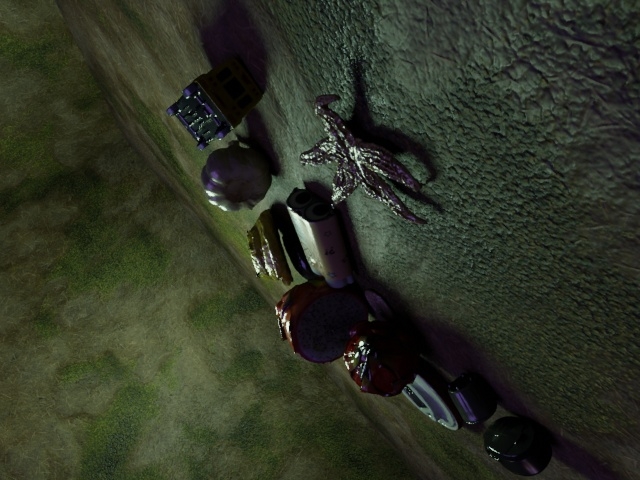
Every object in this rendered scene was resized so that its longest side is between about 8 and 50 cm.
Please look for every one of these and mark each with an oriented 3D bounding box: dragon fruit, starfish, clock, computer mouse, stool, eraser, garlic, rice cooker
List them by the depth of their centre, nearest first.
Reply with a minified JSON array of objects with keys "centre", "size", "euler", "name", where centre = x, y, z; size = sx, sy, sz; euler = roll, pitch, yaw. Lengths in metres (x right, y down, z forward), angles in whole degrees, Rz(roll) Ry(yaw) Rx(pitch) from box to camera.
[{"centre":[0.065,-0.141,0.953],"size":[0.299,0.060,0.302],"euler":[49,158,-15],"name":"starfish"},{"centre":[0.462,0.483,1.163],"size":[0.106,0.112,0.165],"euler":[44,163,2],"name":"rice cooker"},{"centre":[0.375,0.390,1.225],"size":[0.110,0.096,0.096],"euler":[56,163,0],"name":"stool"},{"centre":[0.000,0.000,1.375],"size":[0.171,0.087,0.291],"euler":[39,159,38],"name":"eraser"},{"centre":[0.156,0.316,1.381],"size":[0.233,0.234,0.293],"euler":[34,174,44],"name":"dragon fruit"},{"centre":[-0.252,-0.210,1.462],"size":[0.219,0.218,0.212],"euler":[72,-178,-51],"name":"garlic"},{"centre":[0.319,0.479,1.573],"size":[0.318,0.080,0.319],"euler":[45,162,19],"name":"clock"},{"centre":[-0.007,0.242,1.577],"size":[0.291,0.290,0.189],"euler":[60,169,-28],"name":"dragon fruit"},{"centre":[-0.061,0.068,1.689],"size":[0.217,0.073,0.122],"euler":[55,161,-5],"name":"computer mouse"}]

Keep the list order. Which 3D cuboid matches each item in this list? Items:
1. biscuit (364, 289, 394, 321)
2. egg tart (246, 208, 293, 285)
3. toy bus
[{"centre":[0.173,0.190,1.446],"size":[0.120,0.015,0.120],"euler":[44,161,20],"name":"biscuit"},{"centre":[-0.180,0.033,1.706],"size":[0.290,0.115,0.291],"euler":[165,90,-88],"name":"egg tart"},{"centre":[-0.271,-0.336,1.247],"size":[0.145,0.151,0.331],"euler":[50,162,-20],"name":"toy bus"}]
